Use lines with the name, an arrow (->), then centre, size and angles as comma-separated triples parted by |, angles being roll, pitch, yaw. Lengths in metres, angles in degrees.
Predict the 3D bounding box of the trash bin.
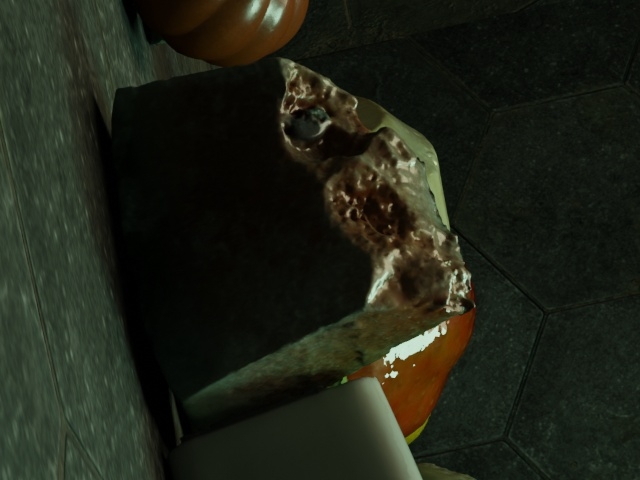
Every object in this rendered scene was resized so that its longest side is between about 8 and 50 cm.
trash bin -> 0.025, 0.302, 1.333 | 0.296, 0.256, 0.368 | 64, 6, -66

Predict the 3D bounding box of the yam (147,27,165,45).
yam -> -0.168, -0.341, 1.992 | 0.106, 0.106, 0.259 | -79, 159, -88

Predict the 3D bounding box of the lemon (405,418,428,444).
lemon -> 0.052, 0.208, 2.777 | 0.293, 0.293, 0.293 | -12, 90, -89

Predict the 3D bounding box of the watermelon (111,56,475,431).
watermelon -> -0.060, -0.004, 1.389 | 0.151, 0.302, 0.264 | 12, 55, -46

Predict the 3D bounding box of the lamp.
lamp -> -0.106, -0.287, 1.853 | 0.223, 0.196, 0.223 | 30, 46, -36

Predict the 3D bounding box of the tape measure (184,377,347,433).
tape measure -> -0.041, 0.135, 1.549 | 0.087, 0.154, 0.177 | -119, -165, -75

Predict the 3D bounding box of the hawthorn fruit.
hawthorn fruit -> -0.005, 0.085, 1.727 | 0.330, 0.287, 0.287 | -35, 117, -55

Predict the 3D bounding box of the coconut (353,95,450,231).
coconut -> 0.000, 0.000, 2.064 | 0.323, 0.323, 0.323 | -12, 90, -89

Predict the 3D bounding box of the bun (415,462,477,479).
bun -> 0.113, 0.371, 1.611 | 0.219, 0.365, 0.365 | 0, 73, -44
